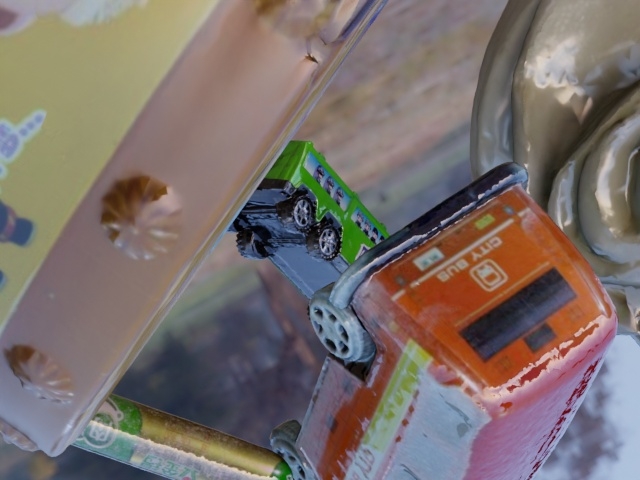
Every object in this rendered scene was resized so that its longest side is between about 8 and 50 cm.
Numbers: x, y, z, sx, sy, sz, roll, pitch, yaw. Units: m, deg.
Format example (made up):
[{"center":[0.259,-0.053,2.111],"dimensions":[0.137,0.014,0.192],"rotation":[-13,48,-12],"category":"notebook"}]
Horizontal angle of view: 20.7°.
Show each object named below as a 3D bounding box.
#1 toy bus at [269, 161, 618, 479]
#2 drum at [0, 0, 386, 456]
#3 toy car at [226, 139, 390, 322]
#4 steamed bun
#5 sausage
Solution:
[{"center":[0.057,0.085,0.895],"dimensions":[0.121,0.120,0.265],"rotation":[-32,159,-28],"category":"toy bus"},{"center":[-0.069,-0.139,0.692],"dimensions":[0.431,0.214,0.431],"rotation":[-54,-178,3],"category":"drum"},{"center":[0.000,0.000,1.139],"dimensions":[0.071,0.165,0.062],"rotation":[1,-124,39],"category":"toy car"},{"center":[0.270,-0.052,1.291],"dimensions":[0.255,0.367,0.342],"rotation":[-30,153,-50],"category":"steamed bun"},{"center":[-0.132,0.087,0.902],"dimensions":[0.033,0.269,0.033],"rotation":[-160,-90,-82],"category":"sausage"}]
